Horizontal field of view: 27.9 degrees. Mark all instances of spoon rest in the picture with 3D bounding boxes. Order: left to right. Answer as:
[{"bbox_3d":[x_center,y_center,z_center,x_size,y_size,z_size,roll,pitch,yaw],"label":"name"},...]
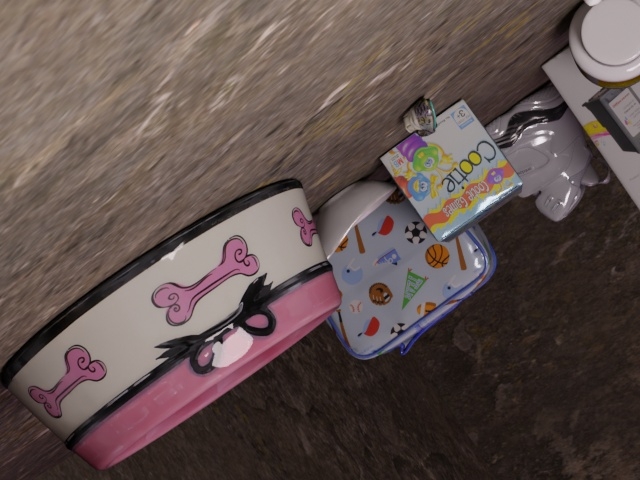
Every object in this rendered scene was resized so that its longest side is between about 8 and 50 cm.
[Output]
[{"bbox_3d":[0.000,0.000,1.805,0.276,0.084,0.137,-32,174,-24],"label":"spoon rest"}]

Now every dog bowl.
[{"bbox_3d":[-0.150,0.107,1.468,0.408,0.150,0.408,-34,174,-4],"label":"dog bowl"}]

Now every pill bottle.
[{"bbox_3d":[0.383,-0.261,1.670,0.117,0.117,0.215,-36,175,12],"label":"pill bottle"}]

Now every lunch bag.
[{"bbox_3d":[0.122,0.047,2.102,0.303,0.243,0.115,-37,174,15],"label":"lunch bag"}]

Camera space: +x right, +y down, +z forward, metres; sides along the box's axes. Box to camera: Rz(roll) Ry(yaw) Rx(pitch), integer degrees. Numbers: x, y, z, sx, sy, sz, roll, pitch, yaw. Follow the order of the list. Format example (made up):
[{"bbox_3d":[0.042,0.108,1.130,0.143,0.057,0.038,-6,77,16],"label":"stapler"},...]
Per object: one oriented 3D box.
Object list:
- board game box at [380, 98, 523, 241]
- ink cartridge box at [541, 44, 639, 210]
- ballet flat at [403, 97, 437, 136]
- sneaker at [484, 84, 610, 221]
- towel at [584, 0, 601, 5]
[{"bbox_3d":[0.193,-0.093,1.850,0.144,0.142,0.275,-35,175,6],"label":"board game box"},{"bbox_3d":[0.503,-0.191,2.008,0.131,0.306,0.226,-37,174,26],"label":"ink cartridge box"},{"bbox_3d":[0.118,-0.142,1.528,0.041,0.041,0.114,-35,174,3],"label":"ballet flat"},{"bbox_3d":[0.329,-0.096,2.290,0.366,0.210,0.137,-36,174,15],"label":"sneaker"},{"bbox_3d":[0.348,-0.324,1.056,0.325,0.038,0.248,-38,-173,26],"label":"towel"}]
